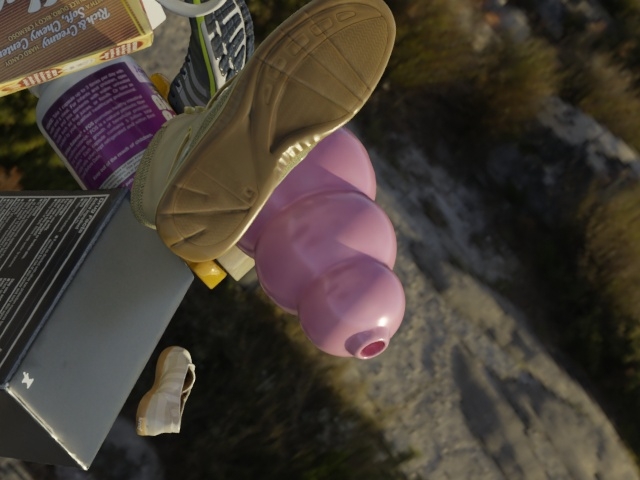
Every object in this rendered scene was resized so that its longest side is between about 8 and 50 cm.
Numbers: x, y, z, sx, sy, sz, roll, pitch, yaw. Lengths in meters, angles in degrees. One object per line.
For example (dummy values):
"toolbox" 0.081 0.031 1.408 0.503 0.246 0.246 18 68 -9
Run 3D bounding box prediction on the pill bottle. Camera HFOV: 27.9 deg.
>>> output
"pill bottle" -0.287 -0.154 1.790 0.301 0.169 0.169 53 39 9

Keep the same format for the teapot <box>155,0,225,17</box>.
"teapot" -0.200 -0.410 1.497 0.256 0.187 0.252 12 84 -72

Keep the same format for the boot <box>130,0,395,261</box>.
"boot" -0.059 -0.104 1.093 0.095 0.262 0.203 38 -5 -17

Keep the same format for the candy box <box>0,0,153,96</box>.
"candy box" -0.334 -0.222 1.200 0.316 0.087 0.183 -20 93 -9

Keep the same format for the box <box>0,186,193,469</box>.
"box" -0.362 0.100 1.564 0.182 0.294 0.296 56 47 -38

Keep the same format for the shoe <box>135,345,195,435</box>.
"shoe" -0.204 0.211 1.797 0.058 0.076 0.219 1 21 6

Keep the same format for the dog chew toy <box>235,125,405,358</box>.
"dog chew toy" 0.000 0.000 1.589 0.207 0.206 0.332 5 46 -41

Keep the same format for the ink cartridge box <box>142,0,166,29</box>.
"ink cartridge box" -0.393 -0.404 1.926 0.197 0.270 0.198 -41 65 -10

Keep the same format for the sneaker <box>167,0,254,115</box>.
"sneaker" -0.160 -0.229 1.782 0.111 0.121 0.300 -47 137 -51

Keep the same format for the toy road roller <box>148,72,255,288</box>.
"toy road roller" -0.208 -0.110 2.011 0.329 0.202 0.240 44 -5 37
